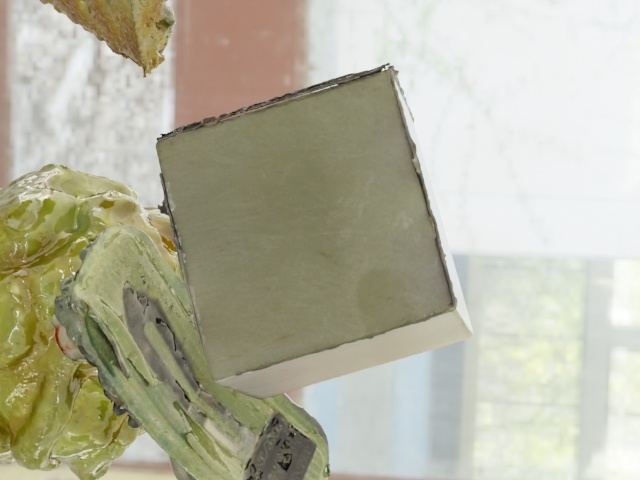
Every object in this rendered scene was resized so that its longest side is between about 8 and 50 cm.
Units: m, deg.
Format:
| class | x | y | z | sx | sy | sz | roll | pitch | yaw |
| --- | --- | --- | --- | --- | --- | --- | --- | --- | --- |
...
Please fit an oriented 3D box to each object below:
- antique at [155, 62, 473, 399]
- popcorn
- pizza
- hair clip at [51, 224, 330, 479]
| class | x | y | z | sx | sy | sz | roll | pitch | yaw |
| --- | --- | --- | --- | --- | --- | --- | --- | --- | --- |
| antique | 0.000 | 0.000 | 0.902 | 0.148 | 0.147 | 0.151 | 45 | 30 | -74 |
| popcorn | -0.236 | 0.075 | 1.426 | 0.335 | 0.279 | 0.274 | 27 | 45 | -64 |
| pizza | -0.174 | -0.232 | 1.283 | 0.197 | 0.058 | 0.292 | 59 | -27 | -3 |
| hair clip | -0.117 | 0.127 | 1.299 | 0.321 | 0.091 | 0.138 | 53 | 39 | -29 |
